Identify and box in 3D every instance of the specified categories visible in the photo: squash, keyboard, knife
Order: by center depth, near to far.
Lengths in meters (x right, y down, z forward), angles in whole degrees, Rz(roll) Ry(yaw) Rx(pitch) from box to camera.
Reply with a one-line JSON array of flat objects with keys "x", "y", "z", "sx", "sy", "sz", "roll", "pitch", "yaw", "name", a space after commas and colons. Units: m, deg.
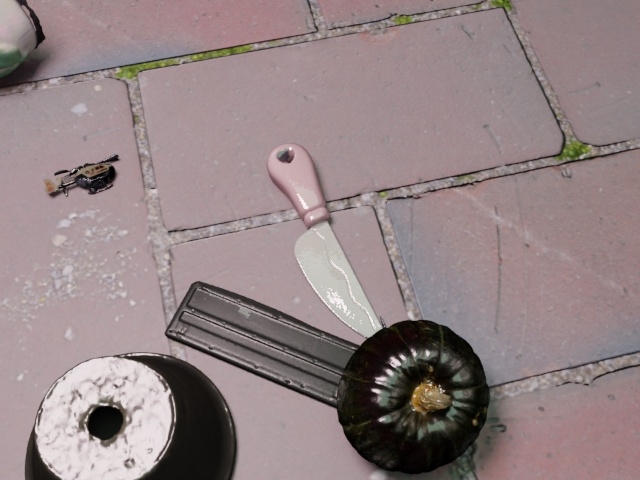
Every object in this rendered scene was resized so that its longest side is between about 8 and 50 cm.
[{"x": 0.115, "y": 0.194, "z": 0.963, "sx": 0.193, "sy": 0.156, "sz": 0.193, "roll": -2, "pitch": 83, "yaw": 14, "name": "squash"}, {"x": -0.122, "y": 0.121, "z": 1.064, "sx": 0.381, "sy": 0.041, "sz": 0.103, "roll": 24, "pitch": 64, "yaw": 4, "name": "keyboard"}, {"x": -0.003, "y": 0.001, "z": 1.123, "sx": 0.081, "sy": 0.043, "sz": 0.335, "roll": -21, "pitch": 67, "yaw": -5, "name": "knife"}]

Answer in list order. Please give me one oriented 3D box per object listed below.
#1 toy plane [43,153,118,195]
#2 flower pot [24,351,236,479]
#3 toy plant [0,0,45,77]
[{"x": -0.359, "y": -0.095, "z": 1.170, "sx": 0.121, "sy": 0.031, "sz": 0.049, "roll": -23, "pitch": 60, "yaw": -15, "name": "toy plane"}, {"x": -0.243, "y": 0.237, "z": 0.927, "sx": 0.269, "sy": 0.166, "sz": 0.268, "roll": 0, "pitch": 63, "yaw": 1, "name": "flower pot"}, {"x": -0.601, "y": -0.255, "z": 1.145, "sx": 0.247, "sy": 0.247, "sz": 0.332, "roll": 24, "pitch": 67, "yaw": 11, "name": "toy plant"}]
